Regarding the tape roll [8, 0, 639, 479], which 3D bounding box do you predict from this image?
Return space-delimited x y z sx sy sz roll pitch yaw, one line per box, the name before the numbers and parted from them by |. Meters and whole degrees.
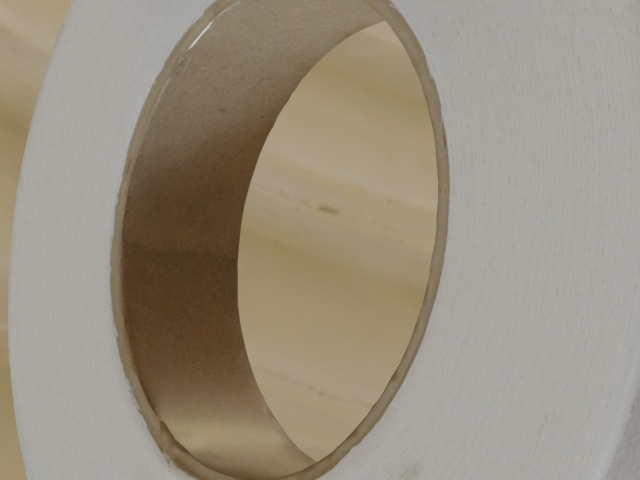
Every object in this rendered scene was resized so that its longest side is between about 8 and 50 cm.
tape roll | 0.000 0.000 0.594 0.072 0.392 0.392 9 -104 -41
